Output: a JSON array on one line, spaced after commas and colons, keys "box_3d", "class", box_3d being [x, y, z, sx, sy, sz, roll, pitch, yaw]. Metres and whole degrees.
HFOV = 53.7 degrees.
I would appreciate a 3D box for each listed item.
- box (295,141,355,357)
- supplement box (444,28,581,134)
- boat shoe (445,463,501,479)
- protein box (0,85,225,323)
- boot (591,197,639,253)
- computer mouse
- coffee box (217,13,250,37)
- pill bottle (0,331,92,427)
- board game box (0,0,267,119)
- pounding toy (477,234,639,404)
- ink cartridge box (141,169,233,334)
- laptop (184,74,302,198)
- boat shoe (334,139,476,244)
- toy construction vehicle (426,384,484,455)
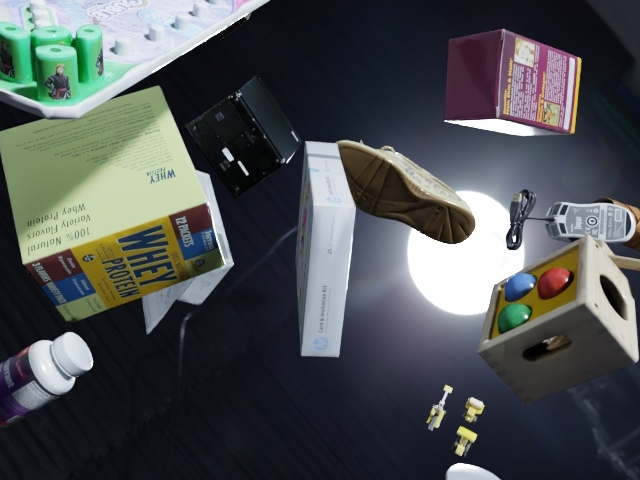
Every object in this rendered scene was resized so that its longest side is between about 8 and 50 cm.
[{"box_3d": [0.000, 0.000, 0.606, 0.186, 0.038, 0.145, -100, -166, -65], "class": "box"}, {"box_3d": [0.249, -0.195, 0.810, 0.188, 0.104, 0.081, -1, -174, -42], "class": "supplement box"}, {"box_3d": [0.222, 0.416, 0.921, 0.267, 0.096, 0.088, -33, 137, -79], "class": "boat shoe"}, {"box_3d": [-0.247, -0.046, 0.758, 0.200, 0.201, 0.136, -20, 148, -12], "class": "protein box"}, {"box_3d": [0.643, -0.012, 1.281, 0.283, 0.220, 0.109, -49, 163, -76], "class": "boot"}, {"box_3d": [0.404, -0.025, 1.029, 0.042, 0.193, 0.105, 54, 45, -67], "class": "computer mouse"}, {"box_3d": [-0.252, -0.499, 1.191, 0.141, 0.247, 0.098, 3, -107, 62], "class": "coffee box"}, {"box_3d": [-0.523, 0.250, 1.156, 0.194, 0.108, 0.108, -31, 174, 3], "class": "pill bottle"}, {"box_3d": [-0.286, -0.277, 0.616, 0.390, 0.390, 0.050, -56, 165, -49], "class": "board game box"}, {"box_3d": [0.277, 0.046, 0.679, 0.181, 0.094, 0.206, -36, -168, 36], "class": "pounding toy"}, {"box_3d": [-0.290, 0.023, 1.299, 0.060, 0.275, 0.239, 18, 125, -37], "class": "ink cartridge box"}, {"box_3d": [-0.202, -0.289, 1.735, 0.264, 0.234, 0.136, -36, -162, -6], "class": "laptop"}, {"box_3d": [0.136, -0.089, 1.089, 0.104, 0.285, 0.089, -53, -166, 30], "class": "boat shoe"}, {"box_3d": [0.224, 0.303, 1.059, 0.098, 0.086, 0.035, -65, 162, 8], "class": "toy construction vehicle"}]
